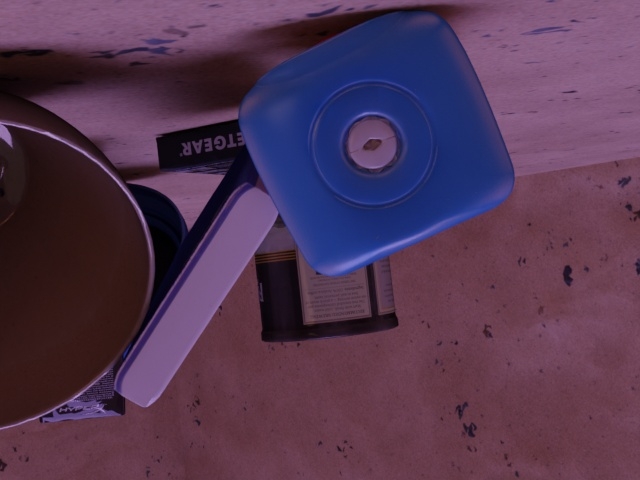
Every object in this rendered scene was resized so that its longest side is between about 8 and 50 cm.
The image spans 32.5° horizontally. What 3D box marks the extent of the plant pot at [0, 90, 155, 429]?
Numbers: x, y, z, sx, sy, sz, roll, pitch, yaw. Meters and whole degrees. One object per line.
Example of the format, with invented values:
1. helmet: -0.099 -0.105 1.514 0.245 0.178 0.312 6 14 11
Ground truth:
1. plant pot: -0.294 -0.011 0.890 0.284 0.284 0.191 -6 -147 -19

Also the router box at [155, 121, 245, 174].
1. router box: -0.084 -0.113 1.309 0.179 0.046 0.133 -8 178 29

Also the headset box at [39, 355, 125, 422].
1. headset box: -0.311 0.045 1.381 0.110 0.293 0.218 -4 -151 -14

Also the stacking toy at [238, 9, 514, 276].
1. stacking toy: 0.051 -0.098 0.928 0.175 0.166 0.302 -24 -172 10

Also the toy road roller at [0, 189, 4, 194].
1. toy road roller: -0.578 0.046 1.520 0.329 0.241 0.202 -6 178 -30

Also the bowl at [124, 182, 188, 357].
1. bowl: -0.376 0.071 1.695 0.391 0.391 0.077 -7 135 18

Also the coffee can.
1. coffee can: 0.000 0.000 1.606 0.201 0.275 0.201 -6 178 0

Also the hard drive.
1. hard drive: -0.094 -0.004 1.013 0.040 0.210 0.319 32 -163 -8
